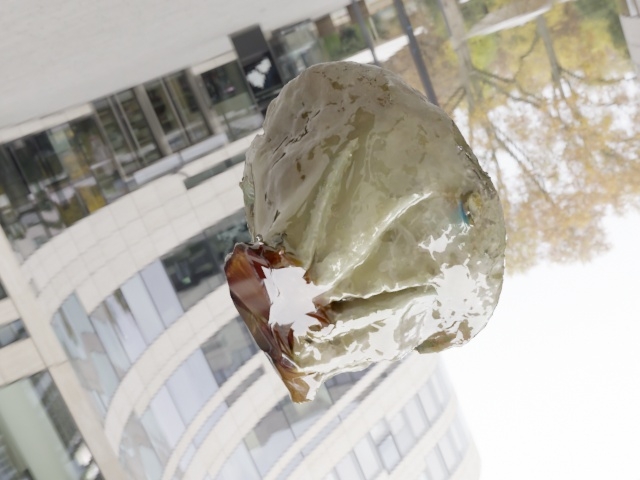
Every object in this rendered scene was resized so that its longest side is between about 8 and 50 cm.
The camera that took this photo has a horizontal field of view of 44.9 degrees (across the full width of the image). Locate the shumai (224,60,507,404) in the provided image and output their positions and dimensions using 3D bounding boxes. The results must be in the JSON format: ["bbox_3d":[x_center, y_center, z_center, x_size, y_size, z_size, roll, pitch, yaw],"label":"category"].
[{"bbox_3d":[0.000,0.000,0.459,0.201,0.201,0.120,-8,-168,46],"label":"shumai"}]
